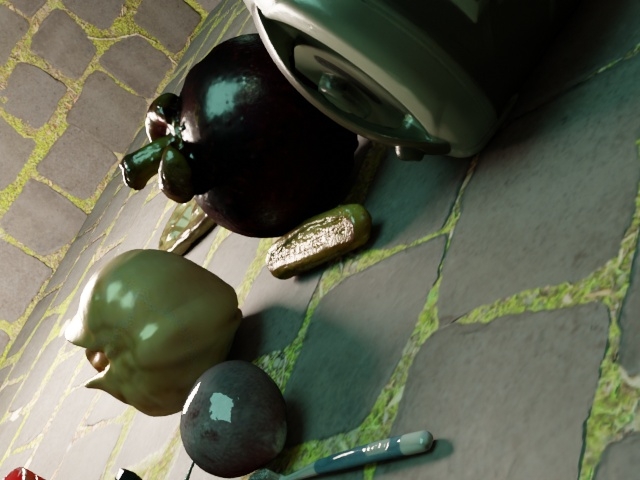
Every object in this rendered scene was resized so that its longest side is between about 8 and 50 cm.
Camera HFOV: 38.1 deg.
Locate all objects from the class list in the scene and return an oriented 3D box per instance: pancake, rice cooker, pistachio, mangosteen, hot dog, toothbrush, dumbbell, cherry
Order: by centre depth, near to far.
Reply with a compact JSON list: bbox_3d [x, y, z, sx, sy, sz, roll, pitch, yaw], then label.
[{"bbox_3d":[0.009,0.211,0.881,0.276,0.025,0.019,-31,30,48],"label":"toothbrush"},{"bbox_3d":[0.098,-0.272,1.010,0.325,0.335,0.335,-53,20,-1],"label":"rice cooker"},{"bbox_3d":[-0.102,0.226,1.010,0.148,0.115,0.188,20,82,33],"label":"cherry"},{"bbox_3d":[0.000,0.000,1.203,0.216,0.047,0.066,-29,69,52],"label":"hot dog"},{"bbox_3d":[-0.280,0.357,1.278,0.083,0.036,0.040,-60,21,-15],"label":"dumbbell"},{"bbox_3d":[-0.093,-0.150,1.286,0.297,0.293,0.297,24,-90,-89],"label":"mangosteen"},{"bbox_3d":[-0.230,0.121,1.289,0.238,0.229,0.321,-16,6,-16],"label":"pistachio"},{"bbox_3d":[-0.230,-0.094,1.864,0.294,0.049,0.294,-49,21,26],"label":"pancake"}]

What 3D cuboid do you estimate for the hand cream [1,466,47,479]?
[{"bbox_3d":[-0.417,0.445,1.288,0.230,0.149,0.230,-48,19,22],"label":"hand cream"}]
